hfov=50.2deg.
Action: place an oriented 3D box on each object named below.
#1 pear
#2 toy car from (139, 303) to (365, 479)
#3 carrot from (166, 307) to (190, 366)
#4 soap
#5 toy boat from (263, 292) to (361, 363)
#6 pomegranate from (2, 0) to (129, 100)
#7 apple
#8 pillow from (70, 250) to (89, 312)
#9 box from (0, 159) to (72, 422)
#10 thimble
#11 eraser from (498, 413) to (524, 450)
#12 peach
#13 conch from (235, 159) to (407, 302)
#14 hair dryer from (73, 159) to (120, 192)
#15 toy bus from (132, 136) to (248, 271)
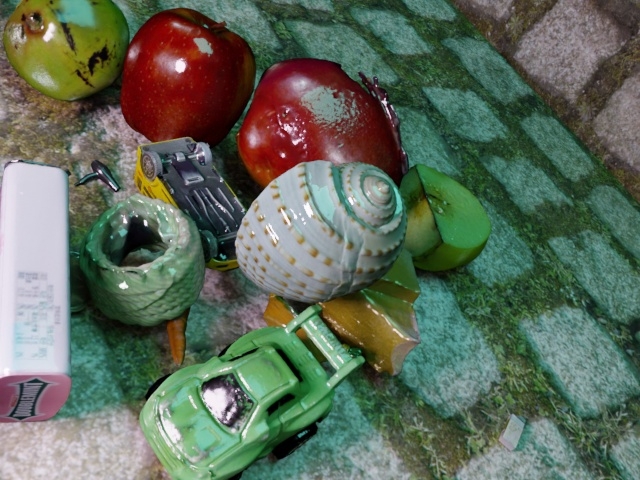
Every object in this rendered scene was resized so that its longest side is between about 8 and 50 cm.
[{"bbox_3d":[0.315,-0.037,1.777,0.292,0.159,0.293,20,44,-21],"label":"pear"},{"bbox_3d":[-0.113,0.259,1.149,0.358,0.176,0.213,-18,62,-45],"label":"toy car"},{"bbox_3d":[-0.255,0.153,1.220,0.048,0.048,0.216,18,26,-21],"label":"carrot"},{"bbox_3d":[0.029,0.095,1.427,0.338,0.169,0.304,22,31,-16],"label":"soap"},{"bbox_3d":[-0.027,0.179,1.355,0.229,0.089,0.088,40,60,15],"label":"toy boat"},{"bbox_3d":[-0.526,-0.427,1.502,0.260,0.260,0.340,54,18,21],"label":"pomegranate"},{"bbox_3d":[-0.296,-0.356,1.510,0.288,0.317,0.288,20,32,-13],"label":"apple"},{"bbox_3d":[-0.508,0.060,1.174,0.217,0.033,0.130,9,50,-29],"label":"pillow"},{"bbox_3d":[-0.446,0.070,1.052,0.112,0.190,0.370,8,55,-30],"label":"box"},{"bbox_3d":[-0.312,0.030,1.210,0.218,0.150,0.219,1,47,-1],"label":"thimble"},{"bbox_3d":[0.419,0.420,1.498,0.038,0.019,0.083,40,39,8],"label":"eraser"},{"bbox_3d":[0.009,-0.220,1.613,0.416,0.339,0.353,23,78,-16],"label":"peach"},{"bbox_3d":[0.010,0.008,1.257,0.302,0.319,0.215,-2,40,-42],"label":"conch"},{"bbox_3d":[-0.463,-0.120,1.403,0.079,0.031,0.083,50,54,3],"label":"hair dryer"},{"bbox_3d":[-0.249,-0.057,1.390,0.144,0.152,0.330,-18,60,-39],"label":"toy bus"}]
